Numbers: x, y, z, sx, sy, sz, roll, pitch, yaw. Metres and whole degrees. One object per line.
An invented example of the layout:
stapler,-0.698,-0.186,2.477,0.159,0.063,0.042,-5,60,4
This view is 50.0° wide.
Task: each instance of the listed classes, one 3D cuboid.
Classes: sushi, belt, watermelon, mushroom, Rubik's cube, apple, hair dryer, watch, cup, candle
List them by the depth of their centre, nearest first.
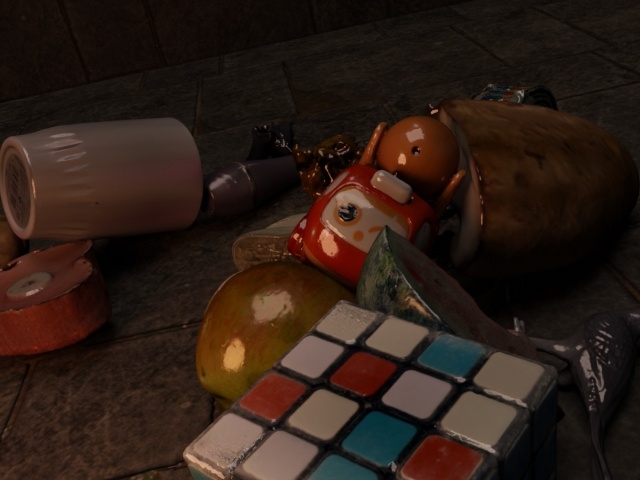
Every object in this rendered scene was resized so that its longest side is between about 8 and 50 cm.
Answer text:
Rubik's cube,0.066,0.251,0.674,0.254,0.258,0.256,16,39,37
watermelon,0.158,0.131,0.876,0.226,0.148,0.318,-2,46,-52
apple,-0.052,0.158,0.959,0.246,0.246,0.226,9,56,32
mushroom,0.387,-0.081,1.126,0.398,0.224,0.313,3,27,-10
watch,0.209,0.060,1.152,0.193,0.068,0.206,-6,33,5
candle,-0.525,0.124,1.249,0.287,0.131,0.317,-21,21,-18
sushi,0.056,-0.118,1.379,0.200,0.203,0.213,5,28,36
mushroom,-0.714,0.037,1.409,0.255,0.184,0.255,-35,18,13
cup,-0.449,-0.122,1.434,0.372,0.253,0.253,-12,23,-40
belt,0.398,-0.224,1.436,0.150,0.206,0.258,10,28,38
hair dryer,-0.229,-0.155,1.671,0.301,0.121,0.361,-25,25,-39

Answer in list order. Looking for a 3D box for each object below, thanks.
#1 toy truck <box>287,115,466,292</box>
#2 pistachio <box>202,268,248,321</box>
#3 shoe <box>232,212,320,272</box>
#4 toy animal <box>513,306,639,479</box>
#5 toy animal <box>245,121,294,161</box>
toy truck,0.097,-0.054,1.013,0.189,0.239,0.265,32,40,10
pistachio,-0.118,0.116,1.133,0.125,0.124,0.185,22,60,45
shoe,0.000,0.000,1.273,0.317,0.124,0.159,-6,15,25
toy animal,0.344,0.164,0.902,0.206,0.081,0.367,11,40,38
toy animal,-0.098,-0.263,1.809,0.117,0.121,0.210,23,34,18
